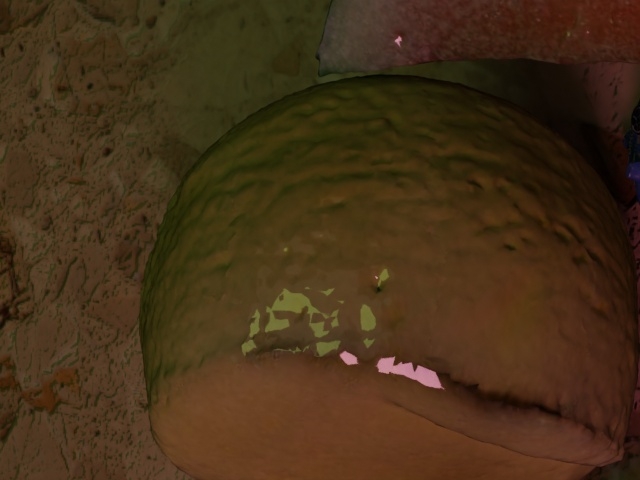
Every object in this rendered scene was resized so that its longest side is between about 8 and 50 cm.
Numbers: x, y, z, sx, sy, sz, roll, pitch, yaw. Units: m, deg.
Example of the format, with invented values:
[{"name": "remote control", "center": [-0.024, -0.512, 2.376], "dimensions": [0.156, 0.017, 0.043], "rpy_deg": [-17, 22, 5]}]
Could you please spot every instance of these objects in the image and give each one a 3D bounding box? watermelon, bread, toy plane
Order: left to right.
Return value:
[{"name": "bread", "center": [0.048, 0.049, 1.267], "dimensions": [0.320, 0.320, 0.237], "rpy_deg": [-29, 39, 38]}, {"name": "watermelon", "center": [0.142, -0.221, 1.223], "dimensions": [0.302, 0.264, 0.151], "rpy_deg": [2, 124, 32]}, {"name": "toy plane", "center": [0.219, -0.098, 1.285], "dimensions": [0.062, 0.054, 0.167], "rpy_deg": [-162, 75, -65]}]
